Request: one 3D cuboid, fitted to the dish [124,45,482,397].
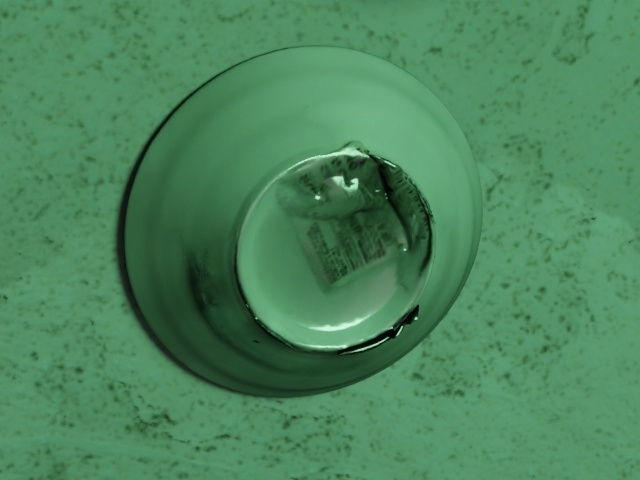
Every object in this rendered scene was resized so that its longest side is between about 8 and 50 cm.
[{"bbox_3d":[0.000,0.000,1.645,0.316,0.106,0.316,-4,106,-15],"label":"dish"}]
